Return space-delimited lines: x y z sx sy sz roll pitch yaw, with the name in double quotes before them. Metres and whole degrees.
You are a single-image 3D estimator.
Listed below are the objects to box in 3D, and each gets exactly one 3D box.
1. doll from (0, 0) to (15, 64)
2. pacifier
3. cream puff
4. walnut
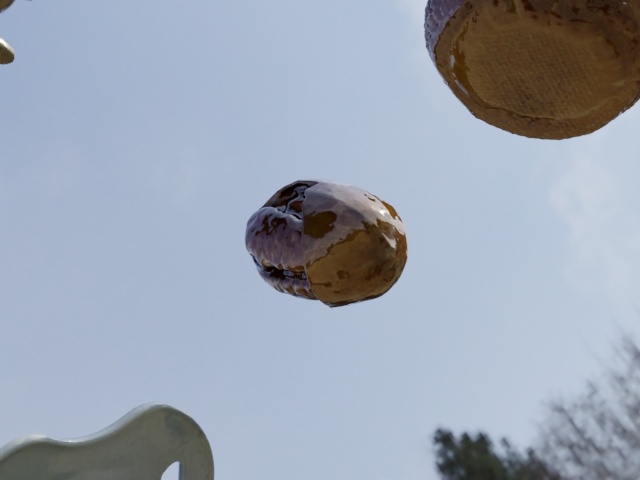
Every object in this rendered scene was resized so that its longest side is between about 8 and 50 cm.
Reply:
"doll" -0.391 -0.275 1.451 0.196 0.152 0.255 23 -71 -18
"pacifier" -0.172 0.265 1.111 0.287 0.226 0.238 -5 -72 -44
"cream puff" 0.269 -0.263 1.630 0.303 0.212 0.303 10 -33 7
"walnut" 0.000 0.000 1.193 0.116 0.207 0.115 -6 -77 -28
